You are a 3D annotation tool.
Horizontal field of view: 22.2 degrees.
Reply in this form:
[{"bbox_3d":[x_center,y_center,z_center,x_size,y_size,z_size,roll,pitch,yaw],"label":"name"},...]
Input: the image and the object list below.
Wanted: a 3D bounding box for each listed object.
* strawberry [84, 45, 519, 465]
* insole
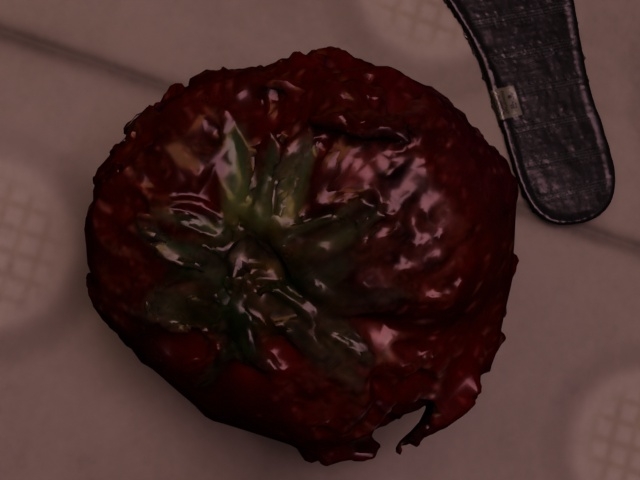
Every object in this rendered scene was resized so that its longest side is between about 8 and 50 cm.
[{"bbox_3d":[0.000,0.000,1.027,0.274,0.220,0.274,3,110,9],"label":"strawberry"},{"bbox_3d":[0.141,-0.159,1.181,0.110,0.012,0.309,-13,84,-17],"label":"insole"}]
